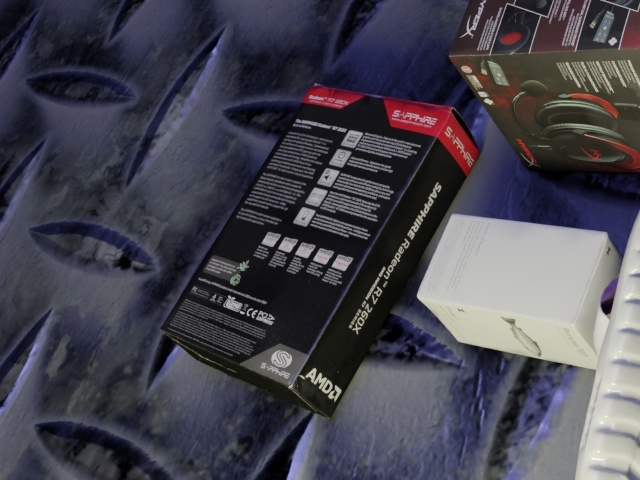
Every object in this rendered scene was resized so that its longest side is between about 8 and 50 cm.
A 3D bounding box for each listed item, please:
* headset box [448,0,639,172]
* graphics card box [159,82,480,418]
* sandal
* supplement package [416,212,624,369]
[{"bbox_3d":[0.312,-0.168,1.170,0.293,0.218,0.110,5,63,37],"label":"headset box"},{"bbox_3d":[0.000,0.000,1.358,0.232,0.094,0.371,16,68,41],"label":"graphics card box"},{"bbox_3d":[0.321,0.079,1.060,0.416,0.169,0.102,-61,7,-18],"label":"sandal"},{"bbox_3d":[0.208,0.050,1.165,0.179,0.105,0.105,8,64,40],"label":"supplement package"}]
